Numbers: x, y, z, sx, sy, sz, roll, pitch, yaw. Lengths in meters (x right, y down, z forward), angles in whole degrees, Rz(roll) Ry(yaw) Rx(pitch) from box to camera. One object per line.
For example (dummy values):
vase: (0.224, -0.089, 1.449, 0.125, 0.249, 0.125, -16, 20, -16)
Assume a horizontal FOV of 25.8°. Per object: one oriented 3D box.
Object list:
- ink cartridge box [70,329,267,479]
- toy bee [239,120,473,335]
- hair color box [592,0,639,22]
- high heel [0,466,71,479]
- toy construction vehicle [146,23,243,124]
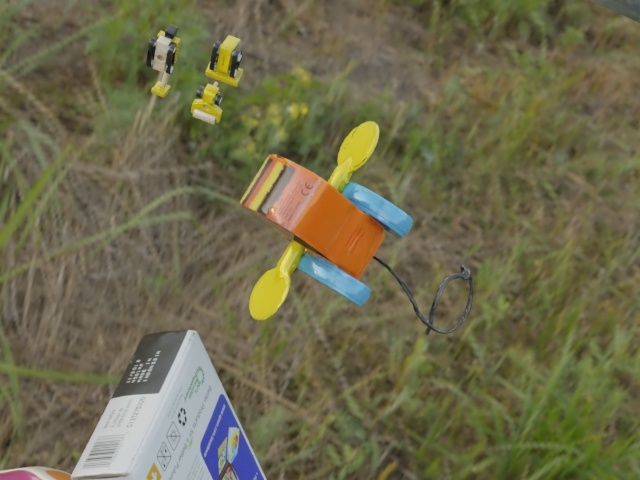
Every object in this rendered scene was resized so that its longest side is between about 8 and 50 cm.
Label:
ink cartridge box: (-0.095, 0.276, 1.254, 0.069, 0.370, 0.175, -9, 34, 23)
toy bee: (0.000, 0.000, 1.290, 0.162, 0.298, 0.195, 28, 65, 38)
hair color box: (0.226, -0.298, 0.663, 0.114, 0.185, 0.374, 29, 89, 16)
high heel: (-0.330, 0.288, 1.475, 0.244, 0.082, 0.117, 19, 85, 19)
toy construction vehicle: (-0.112, -0.157, 1.265, 0.086, 0.098, 0.035, 20, 49, 5)
